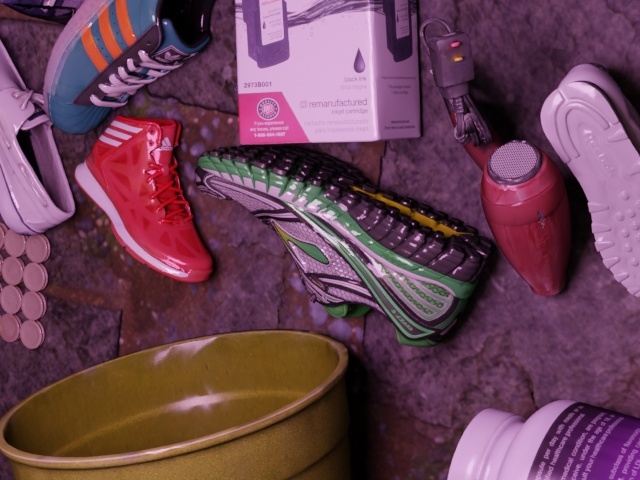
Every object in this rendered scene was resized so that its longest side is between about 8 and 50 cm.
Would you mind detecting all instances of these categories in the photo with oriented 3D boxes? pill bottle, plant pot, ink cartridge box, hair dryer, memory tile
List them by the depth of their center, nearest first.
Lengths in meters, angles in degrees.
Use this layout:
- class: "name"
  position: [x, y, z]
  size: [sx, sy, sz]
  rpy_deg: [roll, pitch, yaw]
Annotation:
- class: "pill bottle"
  position: [0.285, 0.253, 1.373]
  size: [0.323, 0.181, 0.181]
  rpy_deg: [14, 102, 31]
- class: "hair dryer"
  position: [0.178, -0.081, 1.439]
  size: [0.080, 0.223, 0.293]
  rpy_deg: [-20, 98, 7]
- class: "ink cartridge box"
  position: [0.006, -0.220, 1.553]
  size: [0.172, 0.100, 0.237]
  rpy_deg: [1, 95, 32]
- class: "plant pot"
  position: [-0.118, 0.318, 1.566]
  size: [0.366, 0.366, 0.353]
  rpy_deg: [-3, 104, 33]
- class: "memory tile"
  position: [-0.385, 0.056, 1.883]
  size: [0.113, 0.012, 0.148]
  rpy_deg: [12, 102, 31]

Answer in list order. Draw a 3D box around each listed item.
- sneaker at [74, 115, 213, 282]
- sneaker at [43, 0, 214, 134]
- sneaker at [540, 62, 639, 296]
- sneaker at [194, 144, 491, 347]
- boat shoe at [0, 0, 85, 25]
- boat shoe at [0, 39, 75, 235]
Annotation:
- class: "sneaker"
  position: [-0.184, -0.060, 1.701]
  size: [0.221, 0.087, 0.128]
  rpy_deg: [42, 116, 21]
- class: "sneaker"
  position: [-0.204, -0.223, 1.683]
  size: [0.121, 0.108, 0.302]
  rpy_deg: [47, 115, 25]
- class: "sneaker"
  position: [0.290, -0.056, 1.403]
  size: [0.090, 0.095, 0.235]
  rpy_deg: [-18, 104, 27]
- class: "sneaker"
  position: [0.000, 0.000, 1.559]
  size: [0.343, 0.134, 0.146]
  rpy_deg: [29, 110, 27]
- class: "boat shoe"
  position: [-0.303, -0.413, 1.698]
  size: [0.127, 0.158, 0.340]
  rpy_deg: [16, 103, 30]
- class: "boat shoe"
  position: [-0.364, -0.141, 1.803]
  size: [0.088, 0.096, 0.267]
  rpy_deg: [-17, 87, 29]
